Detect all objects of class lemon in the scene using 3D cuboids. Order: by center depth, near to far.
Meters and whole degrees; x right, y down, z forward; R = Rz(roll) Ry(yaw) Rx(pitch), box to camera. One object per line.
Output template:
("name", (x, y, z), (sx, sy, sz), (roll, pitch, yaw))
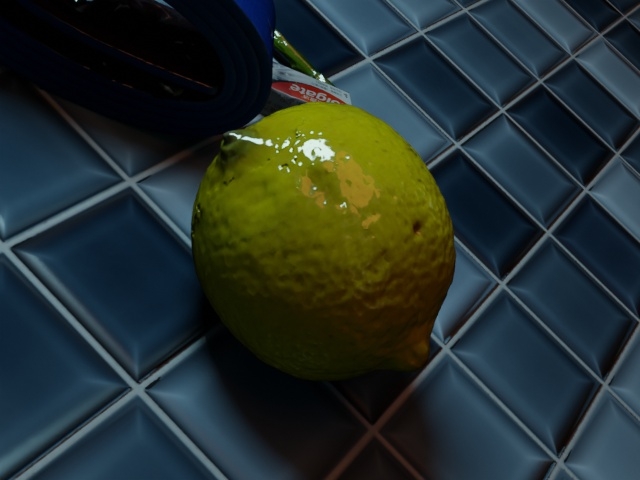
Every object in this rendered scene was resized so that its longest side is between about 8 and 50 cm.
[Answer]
("lemon", (0.004, 0.008, 0.908), (0.228, 0.228, 0.254), (-27, 92, -50))

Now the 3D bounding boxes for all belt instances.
("belt", (-0.199, -0.236, 0.990), (0.347, 0.212, 0.117), (26, 41, -24))

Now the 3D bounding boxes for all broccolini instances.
("broccolini", (-0.081, -0.268, 1.274), (0.254, 0.071, 0.057), (48, -3, 0))

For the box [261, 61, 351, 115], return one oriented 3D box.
("box", (-0.062, -0.177, 1.182), (0.218, 0.039, 0.055), (19, 41, -24))
